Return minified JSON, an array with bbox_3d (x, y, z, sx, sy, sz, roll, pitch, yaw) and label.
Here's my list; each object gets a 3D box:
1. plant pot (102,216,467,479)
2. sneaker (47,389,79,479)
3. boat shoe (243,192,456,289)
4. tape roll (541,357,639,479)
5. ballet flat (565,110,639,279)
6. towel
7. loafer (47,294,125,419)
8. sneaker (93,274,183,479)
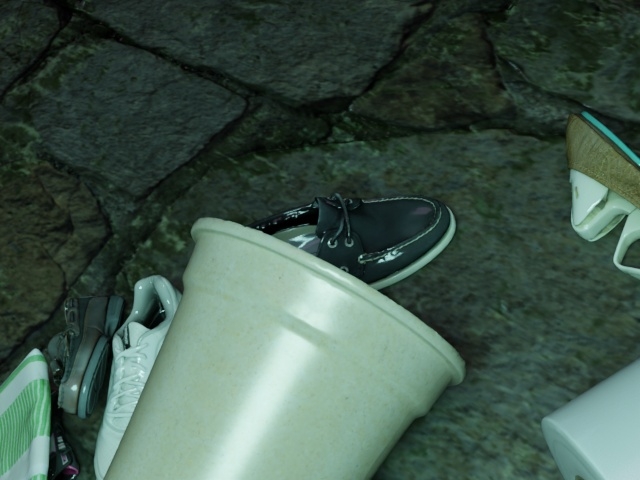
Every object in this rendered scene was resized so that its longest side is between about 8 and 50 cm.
[{"bbox_3d":[-0.064,0.192,1.094,0.334,0.334,0.305,20,74,36],"label":"plant pot"},{"bbox_3d":[-0.334,0.273,1.304,0.077,0.072,0.178,-4,58,9],"label":"sneaker"},{"bbox_3d":[-0.001,-0.003,1.342,0.340,0.113,0.127,-13,47,15],"label":"boat shoe"},{"bbox_3d":[0.329,0.216,0.907,0.169,0.246,0.246,-32,45,-2],"label":"tape roll"},{"bbox_3d":[0.372,-0.026,1.210,0.124,0.116,0.342,-49,50,7],"label":"ballet flat"},{"bbox_3d":[-0.387,0.315,1.220,0.248,0.038,0.325,-41,39,33],"label":"towel"},{"bbox_3d":[-0.307,0.142,1.317,0.084,0.096,0.267,11,18,-5],"label":"loafer"},{"bbox_3d":[-0.224,0.174,1.288,0.110,0.118,0.292,-1,52,13],"label":"sneaker"}]
